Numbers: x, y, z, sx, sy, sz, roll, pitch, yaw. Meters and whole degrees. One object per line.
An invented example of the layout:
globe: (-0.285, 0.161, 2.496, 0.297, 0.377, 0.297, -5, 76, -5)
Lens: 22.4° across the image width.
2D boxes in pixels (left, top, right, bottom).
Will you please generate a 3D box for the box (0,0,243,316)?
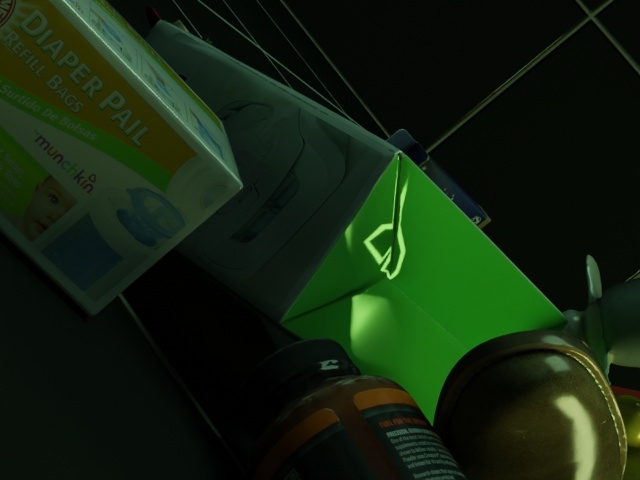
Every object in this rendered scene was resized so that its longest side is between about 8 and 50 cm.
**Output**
box: (-0.151, -0.079, 0.851, 0.203, 0.114, 0.103, 46, 9, -24)

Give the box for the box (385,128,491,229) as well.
box: (0.104, -0.035, 1.957, 0.225, 0.136, 0.036, 40, 14, -50)

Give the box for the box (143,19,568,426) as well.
box: (0.000, 0.000, 1.051, 0.231, 0.127, 0.262, 32, -5, 38)

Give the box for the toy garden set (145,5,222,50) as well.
toy garden set: (-0.093, -0.149, 1.631, 0.244, 0.049, 0.204, 56, 4, 34)

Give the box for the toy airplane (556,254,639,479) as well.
toy airplane: (0.279, 0.196, 1.148, 0.386, 0.384, 0.272, 47, 38, 10)

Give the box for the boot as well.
boot: (0.128, 0.183, 0.915, 0.115, 0.112, 0.305, -98, 180, -51)

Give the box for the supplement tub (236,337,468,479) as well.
supplement tub: (0.029, 0.145, 0.856, 0.198, 0.106, 0.106, 57, 10, 33)
